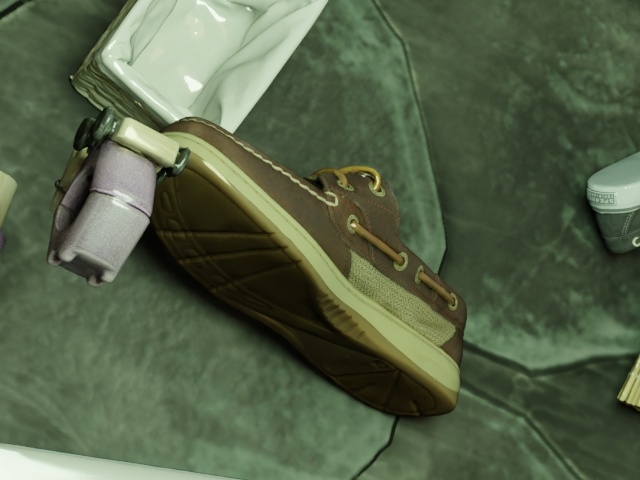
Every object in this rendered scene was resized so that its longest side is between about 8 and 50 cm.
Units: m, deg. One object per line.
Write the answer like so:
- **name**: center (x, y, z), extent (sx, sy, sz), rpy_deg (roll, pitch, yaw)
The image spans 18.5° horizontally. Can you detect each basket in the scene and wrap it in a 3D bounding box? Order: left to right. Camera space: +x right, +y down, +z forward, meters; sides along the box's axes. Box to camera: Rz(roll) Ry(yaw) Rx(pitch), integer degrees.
- **basket**: center (-0.092, -0.150, 1.460), extent (0.113, 0.103, 0.167), rpy_deg (41, 69, -14)

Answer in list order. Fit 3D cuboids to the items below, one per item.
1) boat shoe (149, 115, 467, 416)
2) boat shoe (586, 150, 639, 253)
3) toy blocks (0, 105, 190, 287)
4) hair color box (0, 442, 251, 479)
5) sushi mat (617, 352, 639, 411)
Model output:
- **boat shoe**: center (0.000, 0.000, 1.443), extent (0.342, 0.123, 0.123), rpy_deg (41, 58, -34)
- **boat shoe**: center (0.323, -0.048, 1.650), extent (0.228, 0.080, 0.076), rpy_deg (-24, 112, -30)
- **toy blocks**: center (-0.305, 0.013, 1.243), extent (0.309, 0.288, 0.260), rpy_deg (27, 68, -21)
- **hair color box**: center (-0.098, 0.253, 1.392), extent (0.347, 0.105, 0.173), rpy_deg (12, 77, -22)
- **sushi mat**: center (0.366, 0.017, 1.634), extent (0.151, 0.019, 0.316), rpy_deg (28, 86, -28)
